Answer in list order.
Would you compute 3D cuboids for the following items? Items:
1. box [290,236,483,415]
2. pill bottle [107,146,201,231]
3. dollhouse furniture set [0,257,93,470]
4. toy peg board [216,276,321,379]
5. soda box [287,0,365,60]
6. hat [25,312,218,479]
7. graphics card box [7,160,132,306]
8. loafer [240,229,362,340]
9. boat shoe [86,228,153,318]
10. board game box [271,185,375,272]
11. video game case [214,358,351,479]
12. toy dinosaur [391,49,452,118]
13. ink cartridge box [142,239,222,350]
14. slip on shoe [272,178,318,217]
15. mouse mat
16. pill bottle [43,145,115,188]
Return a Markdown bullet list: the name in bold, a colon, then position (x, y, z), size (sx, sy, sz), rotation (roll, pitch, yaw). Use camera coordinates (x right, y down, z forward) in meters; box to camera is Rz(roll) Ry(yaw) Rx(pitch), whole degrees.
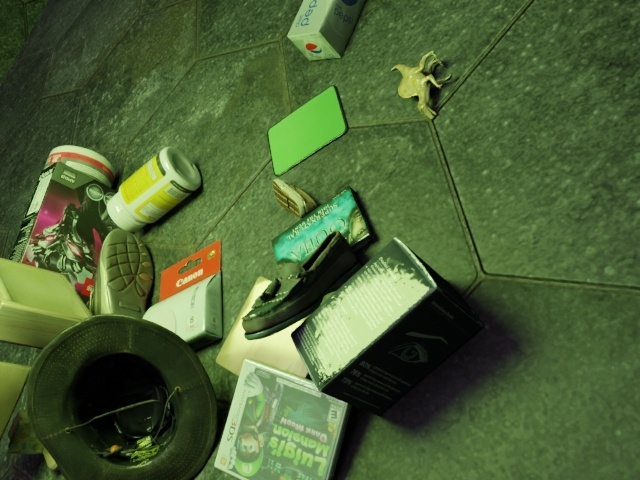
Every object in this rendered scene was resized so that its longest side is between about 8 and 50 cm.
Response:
- **box**: position (0.091, 0.123, 0.789), size (0.207, 0.153, 0.108), rotation (-43, 45, 9)
- **pill bottle**: position (-0.394, -0.115, 1.347), size (0.209, 0.119, 0.119), rotation (-34, 48, 18)
- **dollhouse furniture set**: position (-0.599, 0.263, 1.065), size (0.256, 0.362, 0.394), rotation (27, 93, 50)
- **toy peg board**: position (-0.060, 0.169, 0.952), size (0.161, 0.079, 0.161), rotation (22, 81, 29)
- **soda box**: position (0.037, -0.544, 1.272), size (0.098, 0.091, 0.286), rotation (10, 72, 42)
- **hat**: position (-0.331, 0.278, 1.014), size (0.331, 0.331, 0.134), rotation (-52, 5, 2)
- **graphics card box**: position (-0.579, 0.030, 1.331), size (0.094, 0.233, 0.370), rotation (-18, 54, 38)
- **loafer**: position (-0.033, 0.060, 0.862), size (0.096, 0.268, 0.084), rotation (-16, 99, 37)
- **boat shoe**: position (-0.453, 0.131, 1.241), size (0.130, 0.132, 0.355), rotation (-31, 49, 23)
- **board game box**: position (0.000, 0.000, 1.024), size (0.186, 0.026, 0.126), rotation (-35, 47, 18)
- **video game case**: position (-0.058, 0.286, 0.854), size (0.191, 0.022, 0.173), rotation (12, 84, 28)
- **toy dinosaur**: position (0.177, -0.300, 1.041), size (0.093, 0.053, 0.183), rotation (-37, 47, 18)
- **ink cartridge box**: position (-0.286, 0.120, 1.167), size (0.189, 0.066, 0.232), rotation (-26, 55, 25)
- **slip on shoe**: position (-0.052, -0.086, 1.110), size (0.041, 0.051, 0.135), rotation (-19, 31, -21)
- **mouse mat**: position (-0.033, -0.231, 1.203), size (0.190, 0.007, 0.152), rotation (-30, 49, 23)
- **pill bottle**: position (-0.667, -0.074, 1.503), size (0.176, 0.176, 0.318), rotation (-12, 58, 34)
